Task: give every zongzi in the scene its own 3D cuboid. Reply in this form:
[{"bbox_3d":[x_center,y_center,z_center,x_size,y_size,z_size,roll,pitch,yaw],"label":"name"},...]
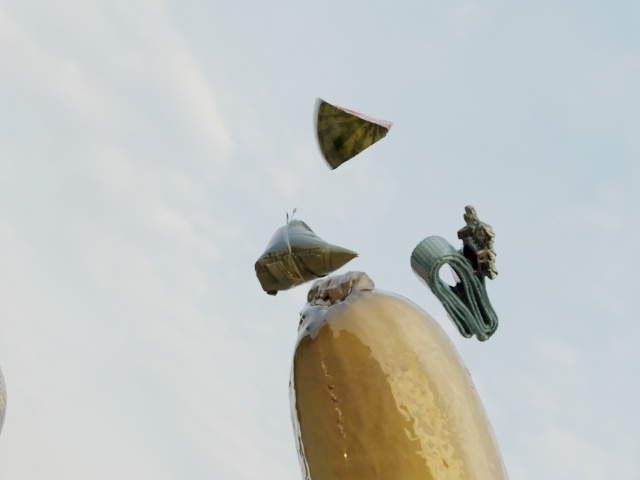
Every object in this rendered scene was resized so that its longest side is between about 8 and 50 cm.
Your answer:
[{"bbox_3d":[0.000,0.000,1.584,0.130,0.154,0.062,-18,-69,22],"label":"zongzi"}]

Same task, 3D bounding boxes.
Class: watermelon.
[{"bbox_3d":[0.025,-0.105,1.416,0.087,0.069,0.163,19,6,2],"label":"watermelon"}]

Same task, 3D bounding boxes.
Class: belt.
[{"bbox_3d":[0.175,0.048,1.594,0.065,0.100,0.179,52,-3,42],"label":"belt"}]

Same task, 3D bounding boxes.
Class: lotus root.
[{"bbox_3d":[0.056,0.161,0.879,0.146,0.130,0.303,108,-28,-70],"label":"lotus root"}]

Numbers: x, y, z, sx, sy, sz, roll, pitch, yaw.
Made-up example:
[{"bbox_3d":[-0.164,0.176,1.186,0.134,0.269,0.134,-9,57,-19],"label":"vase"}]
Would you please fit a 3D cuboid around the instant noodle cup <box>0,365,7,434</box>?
[{"bbox_3d":[-0.394,0.123,1.332,0.090,0.274,0.274,-36,-76,19],"label":"instant noodle cup"}]
